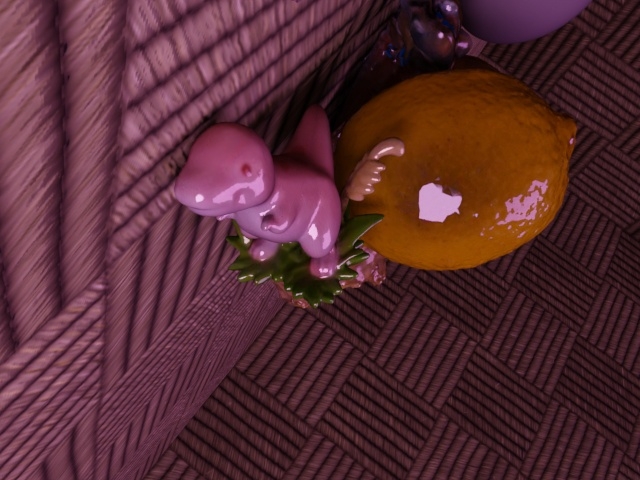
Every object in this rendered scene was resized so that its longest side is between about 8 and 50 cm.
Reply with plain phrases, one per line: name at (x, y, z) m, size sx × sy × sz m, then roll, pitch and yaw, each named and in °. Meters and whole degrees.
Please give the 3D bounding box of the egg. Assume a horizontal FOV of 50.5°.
egg at (0.236, -0.321, 0.774) m, size 0.176 × 0.176 × 0.232 m, roll -52°, pitch 177°, yaw -21°

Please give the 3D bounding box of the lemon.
lemon at (0.125, -0.069, 0.679) m, size 0.260 × 0.204 × 0.204 m, roll -15°, pitch -174°, yaw 14°

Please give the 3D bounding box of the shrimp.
shrimp at (0.064, -0.155, 0.866) m, size 0.221 × 0.110 × 0.445 m, roll -32°, pitch 167°, yaw -25°

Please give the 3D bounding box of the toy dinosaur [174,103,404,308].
toy dinosaur at (-0.044, -0.048, 0.557) m, size 0.194 × 0.152 × 0.177 m, roll -43°, pitch 142°, yaw -31°

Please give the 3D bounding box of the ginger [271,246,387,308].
ginger at (0.000, 0.000, 0.813) m, size 0.216 × 0.157 × 0.102 m, roll -26°, pitch 170°, yaw 12°

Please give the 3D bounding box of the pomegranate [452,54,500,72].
pomegranate at (0.215, -0.180, 1.180) m, size 0.281 × 0.281 × 0.281 m, roll -53°, pitch 176°, yaw -6°

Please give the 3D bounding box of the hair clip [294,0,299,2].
hair clip at (0.018, -0.199, 0.442) m, size 0.137 × 0.022 × 0.054 m, roll -50°, pitch 174°, yaw -39°
